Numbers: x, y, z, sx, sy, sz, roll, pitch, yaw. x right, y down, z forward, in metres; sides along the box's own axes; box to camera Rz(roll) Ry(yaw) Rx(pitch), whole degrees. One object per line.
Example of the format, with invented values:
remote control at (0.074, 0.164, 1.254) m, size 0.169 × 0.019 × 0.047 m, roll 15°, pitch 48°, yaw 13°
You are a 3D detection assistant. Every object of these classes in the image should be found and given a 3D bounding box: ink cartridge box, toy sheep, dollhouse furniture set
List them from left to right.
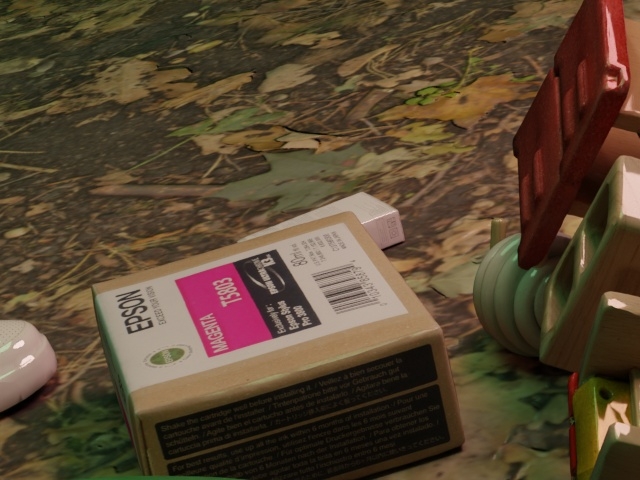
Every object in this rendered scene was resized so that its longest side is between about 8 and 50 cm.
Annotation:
ink cartridge box at (-0.035, 0.076, 1.213) m, size 0.193 × 0.088 × 0.235 m, roll -15°, pitch 21°, yaw -9°
ink cartridge box at (0.000, 0.000, 1.469) m, size 0.115 × 0.029 × 0.063 m, roll -22°, pitch 23°, yaw -19°
toy sheep at (0.142, 0.033, 1.216) m, size 0.091 × 0.091 × 0.132 m, roll -19°, pitch 12°, yaw -14°
dollhouse furniture set at (0.223, 0.036, 1.061) m, size 0.201 × 0.152 × 0.374 m, roll 14°, pitch 45°, yaw -8°

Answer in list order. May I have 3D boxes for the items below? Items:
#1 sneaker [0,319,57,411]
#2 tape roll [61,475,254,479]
sneaker at (-0.344, 0.058, 1.334) m, size 0.292 × 0.169 × 0.108 m, roll -11°, pitch 19°, yaw 1°
tape roll at (-0.070, 0.185, 0.840) m, size 0.321 × 0.077 × 0.321 m, roll 1°, pitch 9°, yaw 0°
